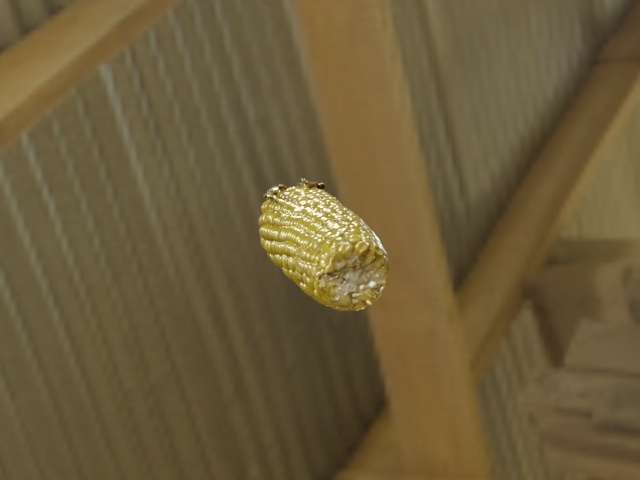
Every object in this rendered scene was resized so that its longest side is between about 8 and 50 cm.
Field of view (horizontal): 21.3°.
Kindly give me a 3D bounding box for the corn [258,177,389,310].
[{"bbox_3d":[0.000,0.000,0.483,0.083,0.027,0.028,-141,45,-72],"label":"corn"}]
